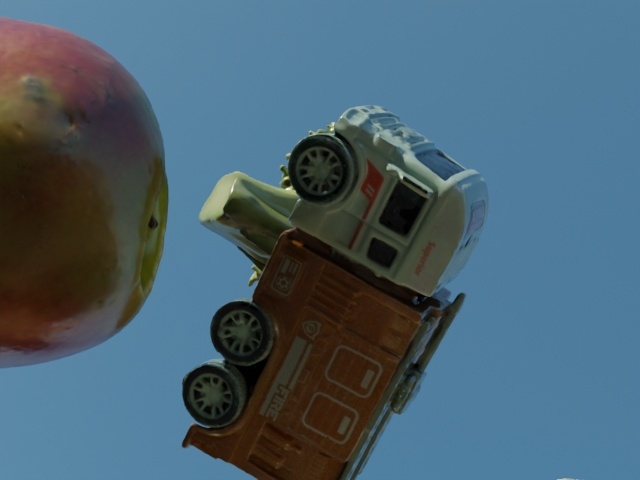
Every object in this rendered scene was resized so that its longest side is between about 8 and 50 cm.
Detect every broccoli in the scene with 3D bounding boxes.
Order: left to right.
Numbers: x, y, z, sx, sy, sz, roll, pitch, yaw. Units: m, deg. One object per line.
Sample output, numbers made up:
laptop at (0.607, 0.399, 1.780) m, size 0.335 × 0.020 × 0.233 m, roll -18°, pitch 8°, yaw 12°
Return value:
broccoli at (0.000, 0.000, 1.134) m, size 0.243 × 0.247 × 0.263 m, roll 22°, pitch -47°, yaw -28°

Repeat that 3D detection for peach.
peach at (-0.208, -0.033, 0.696) m, size 0.231 × 0.231 × 0.231 m, roll 6°, pitch -63°, yaw 13°

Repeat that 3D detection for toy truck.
toy truck at (0.021, 0.055, 0.889) m, size 0.162 × 0.136 × 0.305 m, roll 30°, pitch -74°, yaw 13°

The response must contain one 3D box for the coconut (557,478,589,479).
coconut at (0.184, 0.377, 0.616) m, size 0.404 × 0.404 × 0.404 m, roll 6°, pitch -63°, yaw 13°
